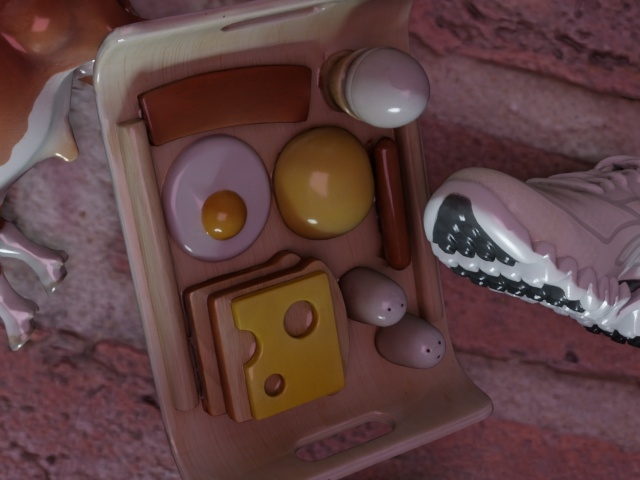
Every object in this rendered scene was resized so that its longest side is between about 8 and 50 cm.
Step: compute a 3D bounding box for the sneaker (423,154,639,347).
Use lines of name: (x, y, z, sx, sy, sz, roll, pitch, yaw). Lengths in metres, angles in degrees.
sneaker: (0.172, -0.006, 0.782, 0.292, 0.110, 0.118, 21, 88, -46)

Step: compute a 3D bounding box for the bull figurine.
bull figurine: (-0.217, -0.053, 0.783, 0.188, 0.101, 0.310, 39, 95, -14)

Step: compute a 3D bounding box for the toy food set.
toy food set: (0.000, 0.000, 0.764, 0.220, 0.092, 0.306, -17, 108, -27)
